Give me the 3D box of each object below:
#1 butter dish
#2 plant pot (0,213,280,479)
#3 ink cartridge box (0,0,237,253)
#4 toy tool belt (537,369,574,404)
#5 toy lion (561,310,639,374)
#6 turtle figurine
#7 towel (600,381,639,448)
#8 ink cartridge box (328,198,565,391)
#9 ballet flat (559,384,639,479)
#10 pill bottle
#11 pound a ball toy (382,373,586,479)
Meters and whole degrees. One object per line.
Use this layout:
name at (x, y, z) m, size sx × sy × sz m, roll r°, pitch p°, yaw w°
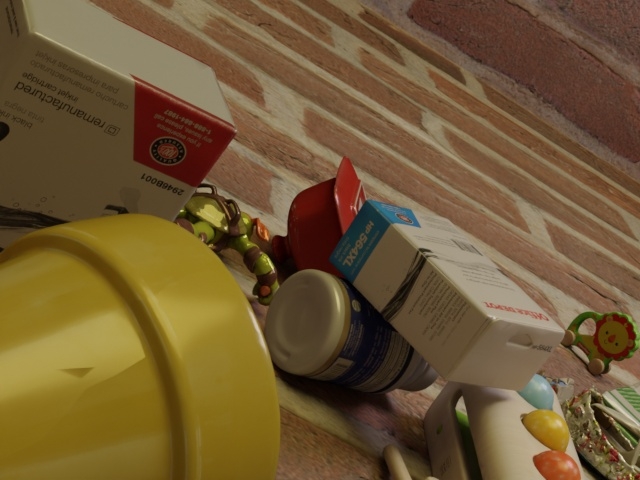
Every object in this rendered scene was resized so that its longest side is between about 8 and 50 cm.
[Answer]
butter dish at (0.000, 0.000, 1.783) m, size 0.160 × 0.118 × 0.160 m, roll -71°, pitch 148°, yaw -69°
plant pot at (-0.195, 0.122, 0.974) m, size 0.239 × 0.254 × 0.254 m, roll -13°, pitch 50°, yaw -45°
ink cartridge box at (-0.230, -0.053, 1.251) m, size 0.197 × 0.273 × 0.114 m, roll 24°, pitch 26°, yaw -31°
toy tool belt at (0.287, 0.193, 1.927) m, size 0.051 × 0.052 × 0.083 m, roll 10°, pitch 0°, yaw 32°
toy lion at (0.410, 0.139, 2.177) m, size 0.100 × 0.096 × 0.034 m, roll 46°, pitch 21°, yaw 29°
turtle figurine at (-0.119, -0.007, 1.615) m, size 0.269 × 0.087 × 0.217 m, roll 44°, pitch 20°, yaw 21°
towel at (0.515, 0.290, 2.101) m, size 0.248 × 0.038 × 0.325 m, roll 45°, pitch 19°, yaw 20°
ink cartridge box at (0.129, 0.057, 1.542) m, size 0.148 × 0.086 × 0.203 m, roll 13°, pitch 27°, yaw -49°
ballet flat at (0.384, 0.274, 1.842) m, size 0.241 × 0.077 × 0.091 m, roll 44°, pitch 20°, yaw 21°
pill bottle at (0.043, 0.104, 1.598) m, size 0.186 × 0.112 × 0.112 m, roll 19°, pitch 25°, yaw -42°
pound a ball toy at (0.171, 0.219, 1.511) m, size 0.208 × 0.136 × 0.319 m, roll 32°, pitch 19°, yaw -14°
